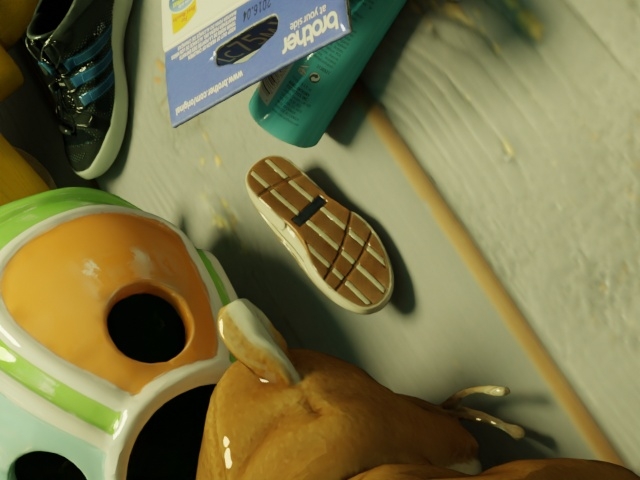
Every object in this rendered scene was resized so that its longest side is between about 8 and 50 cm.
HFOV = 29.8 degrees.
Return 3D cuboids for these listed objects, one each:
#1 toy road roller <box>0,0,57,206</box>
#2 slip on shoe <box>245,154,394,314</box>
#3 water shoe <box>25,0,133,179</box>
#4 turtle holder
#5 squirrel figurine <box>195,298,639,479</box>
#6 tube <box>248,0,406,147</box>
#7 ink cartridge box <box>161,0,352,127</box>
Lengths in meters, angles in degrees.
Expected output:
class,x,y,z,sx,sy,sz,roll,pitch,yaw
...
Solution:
class,x,y,z,sx,sy,sz,roll,pitch,yaw
toy road roller,-0.315,-0.145,1.018,0.329,0.240,0.202,53,157,-20
slip on shoe,0.000,0.000,0.788,0.135,0.051,0.041,43,165,26
water shoe,-0.200,-0.148,0.953,0.073,0.080,0.203,22,111,44
turtle holder,-0.158,0.135,0.819,0.227,0.243,0.320,26,101,43
squirrel figurine,-0.006,0.186,0.570,0.370,0.397,0.281,48,138,48
tube,0.023,-0.152,0.738,0.080,0.052,0.207,49,123,27
ink cartridge box,-0.030,-0.236,0.734,0.185,0.065,0.311,-19,68,48
